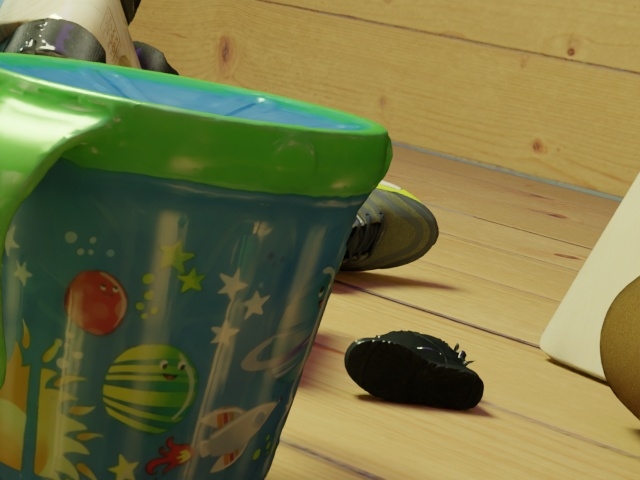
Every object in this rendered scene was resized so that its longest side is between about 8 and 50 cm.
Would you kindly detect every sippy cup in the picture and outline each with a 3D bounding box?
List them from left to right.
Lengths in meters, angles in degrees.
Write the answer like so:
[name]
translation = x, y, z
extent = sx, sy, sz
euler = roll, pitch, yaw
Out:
[sippy cup]
translation = -0.096, 0.026, 0.818
extent = 0.305, 0.224, 0.240
euler = 6, 10, -31

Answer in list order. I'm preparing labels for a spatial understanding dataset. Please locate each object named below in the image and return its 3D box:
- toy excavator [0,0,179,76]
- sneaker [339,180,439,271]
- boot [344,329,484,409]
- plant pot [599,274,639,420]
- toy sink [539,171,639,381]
[toy excavator]
translation = -0.407, -0.199, 1.478
extent = 0.445, 0.433, 0.222
euler = -4, 42, 11
[sneaker]
translation = 0.000, 0.000, 1.535
extent = 0.300, 0.111, 0.121
euler = -1, 24, -30
[boot]
translation = 0.065, 0.093, 1.159
extent = 0.121, 0.045, 0.099
euler = 16, 10, -17
[plant pot]
translation = 0.322, 0.082, 1.073
extent = 0.237, 0.237, 0.254
euler = 7, -5, -21
[toy sink]
translation = 0.341, 0.053, 1.371
extent = 0.153, 0.234, 0.131
euler = 20, -17, 48
